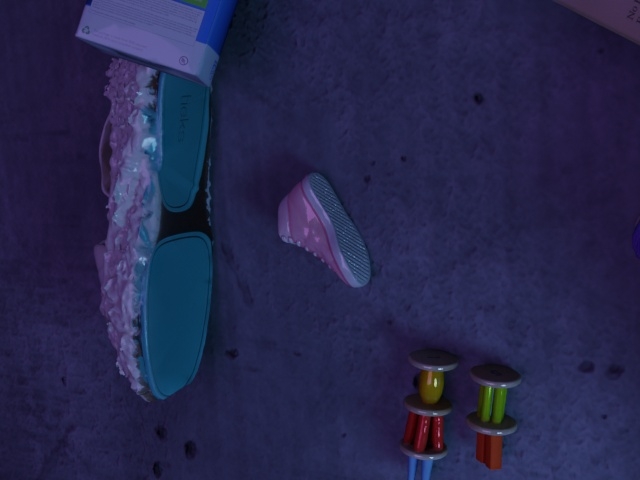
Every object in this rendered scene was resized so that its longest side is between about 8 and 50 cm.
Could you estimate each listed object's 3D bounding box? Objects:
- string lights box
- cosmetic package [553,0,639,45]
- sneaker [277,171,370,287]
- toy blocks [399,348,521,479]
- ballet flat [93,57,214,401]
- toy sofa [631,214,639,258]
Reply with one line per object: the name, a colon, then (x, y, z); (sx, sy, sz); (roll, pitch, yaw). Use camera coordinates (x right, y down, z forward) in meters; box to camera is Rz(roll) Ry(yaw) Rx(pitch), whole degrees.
string lights box: (-0.138, -0.303, 0.996); (0.133, 0.077, 0.260); (19, 91, 5)
cosmetic package: (0.218, -0.266, 0.765); (0.309, 0.113, 0.160); (45, 123, 45)
sneaker: (0.000, 0.000, 1.060); (0.070, 0.051, 0.134); (-34, 79, 33)
toy blocks: (0.141, 0.198, 1.011); (0.123, 0.054, 0.148); (12, 106, 29)
ballet flat: (-0.197, -0.027, 1.130); (0.147, 0.147, 0.409); (7, 95, 30)
toy sofa: (0.368, -0.096, 0.758); (0.177, 0.150, 0.363); (27, 113, 23)
